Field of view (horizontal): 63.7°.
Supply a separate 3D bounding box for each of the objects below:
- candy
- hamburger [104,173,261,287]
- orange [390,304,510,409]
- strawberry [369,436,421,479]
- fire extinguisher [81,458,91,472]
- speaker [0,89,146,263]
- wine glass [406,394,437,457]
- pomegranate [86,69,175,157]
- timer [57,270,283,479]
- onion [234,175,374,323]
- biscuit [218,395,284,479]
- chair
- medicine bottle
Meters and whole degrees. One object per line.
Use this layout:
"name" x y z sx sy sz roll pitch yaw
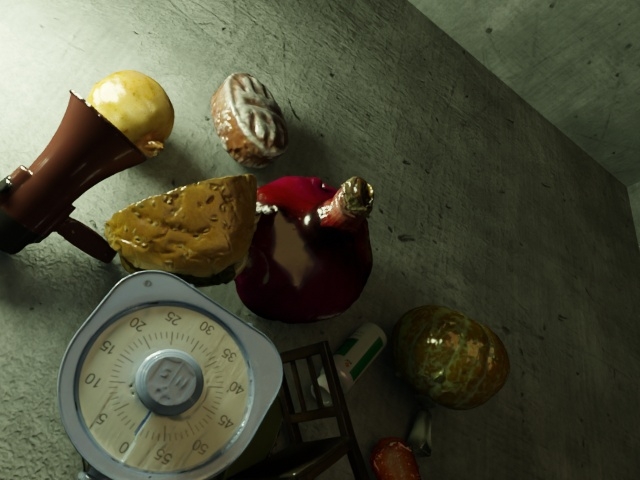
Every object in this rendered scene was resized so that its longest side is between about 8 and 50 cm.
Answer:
"candy" -0.202 -0.336 1.460 0.214 0.157 0.289 15 50 -47
"hamburger" -0.251 0.002 1.066 0.330 0.162 0.209 -23 83 -17
"orange" 0.353 0.318 1.427 0.329 0.329 0.249 30 89 -21
"strawberry" 0.186 0.591 1.299 0.121 0.082 0.188 -16 85 -21
"fire extinguisher" -0.418 0.398 0.966 0.078 0.045 0.157 4 63 -11
"speaker" -0.515 -0.104 1.069 0.198 0.259 0.329 37 86 24
"wine glass" 0.279 0.507 1.413 0.072 0.072 0.155 36 49 -16
"pomegranate" -0.454 -0.301 1.232 0.207 0.207 0.207 18 56 -29
"timer" -0.286 0.276 0.940 0.395 0.173 0.394 8 69 -20
"onion" 0.000 0.000 1.248 0.398 0.420 0.398 20 59 -37
"biscuit" -0.157 0.477 1.117 0.099 0.038 0.322 40 49 -23
"chair" -0.054 0.446 1.058 0.241 0.203 0.416 -6 75 -52
"medicine bottle" 0.076 0.320 1.346 0.095 0.095 0.260 53 45 -1
